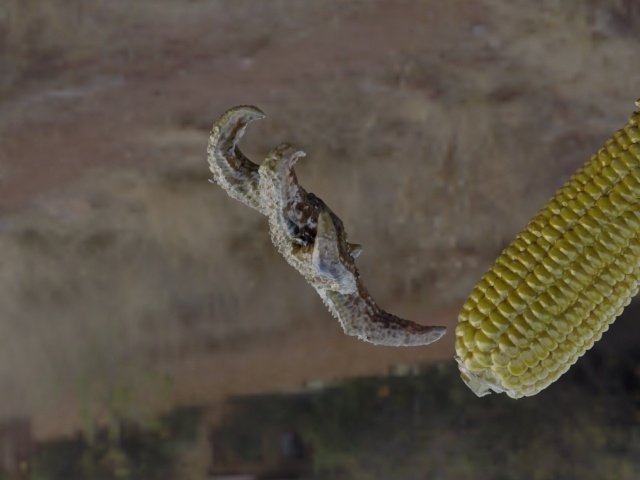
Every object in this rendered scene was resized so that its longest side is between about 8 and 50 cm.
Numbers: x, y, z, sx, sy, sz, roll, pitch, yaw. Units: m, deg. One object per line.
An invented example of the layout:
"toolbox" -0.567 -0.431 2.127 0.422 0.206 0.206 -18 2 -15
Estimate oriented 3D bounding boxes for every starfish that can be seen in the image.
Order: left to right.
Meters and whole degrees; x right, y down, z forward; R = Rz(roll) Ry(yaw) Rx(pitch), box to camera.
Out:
"starfish" -0.002 0.001 1.157 0.071 0.216 0.238 -37 179 3

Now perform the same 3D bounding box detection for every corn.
"corn" 0.143 -0.002 0.846 0.067 0.206 0.067 39 -176 -3
